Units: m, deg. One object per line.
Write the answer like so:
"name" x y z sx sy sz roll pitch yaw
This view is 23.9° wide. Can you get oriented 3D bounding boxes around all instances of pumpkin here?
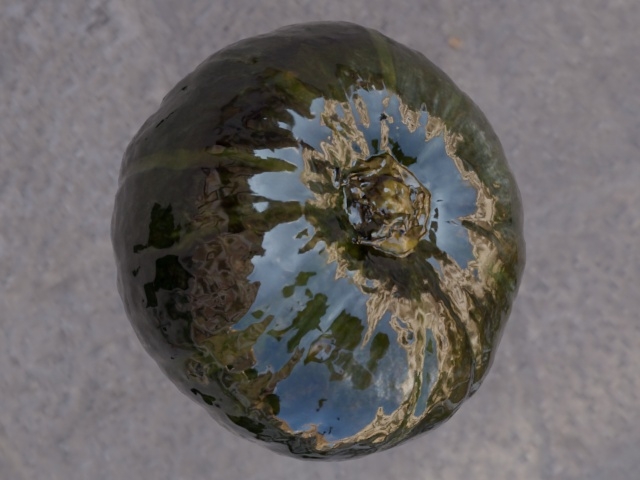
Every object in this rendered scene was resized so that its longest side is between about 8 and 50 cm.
"pumpkin" 0.000 0.000 0.764 0.223 0.157 0.224 6 77 -28
